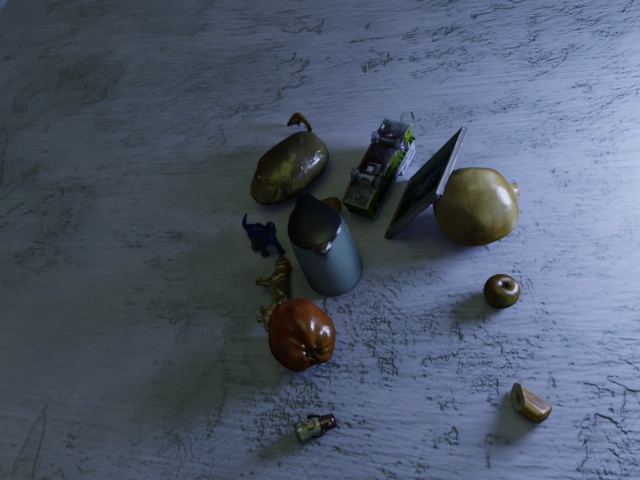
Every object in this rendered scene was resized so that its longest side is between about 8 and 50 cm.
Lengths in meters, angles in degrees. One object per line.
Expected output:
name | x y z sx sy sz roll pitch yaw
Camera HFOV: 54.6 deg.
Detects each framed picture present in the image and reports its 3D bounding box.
framed picture | 0.281 -0.147 1.684 0.024 0.315 0.232 30 63 -7

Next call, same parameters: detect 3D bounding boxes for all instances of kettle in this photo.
kettle | 0.000 0.000 1.664 0.165 0.255 0.240 -23 55 3

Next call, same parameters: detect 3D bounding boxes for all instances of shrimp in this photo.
shrimp | -0.074 -0.387 2.089 0.025 0.091 0.127 -48 22 -20

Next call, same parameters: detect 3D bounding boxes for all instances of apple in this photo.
apple | 0.455 0.128 1.555 0.089 0.074 0.090 -6 54 9

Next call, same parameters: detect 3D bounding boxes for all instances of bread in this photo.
bread | 0.463 0.369 1.395 0.062 0.049 0.103 -19 41 -42

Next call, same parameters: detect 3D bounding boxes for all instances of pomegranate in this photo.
pomegranate | 0.408 -0.089 1.640 0.232 0.233 0.233 -8 54 11

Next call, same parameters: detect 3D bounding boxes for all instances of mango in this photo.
mango | -0.014 -0.069 1.830 0.164 0.089 0.115 -13 44 3

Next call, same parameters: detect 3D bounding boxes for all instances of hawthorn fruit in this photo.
hawthorn fruit | -0.051 0.233 1.572 0.189 0.189 0.189 -8 54 11

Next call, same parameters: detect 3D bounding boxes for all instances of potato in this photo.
potato | -0.099 -0.227 1.933 0.191 0.141 0.296 30 71 34

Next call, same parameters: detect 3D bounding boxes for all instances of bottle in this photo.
bottle | -0.011 0.444 1.486 0.101 0.047 0.063 -20 62 0

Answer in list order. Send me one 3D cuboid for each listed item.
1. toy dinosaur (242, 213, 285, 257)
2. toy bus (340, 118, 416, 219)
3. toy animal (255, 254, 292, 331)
toy dinosaur | -0.182 -0.044 1.797 0.075 0.188 0.248 -31 51 -16
toy bus | 0.176 -0.206 1.842 0.113 0.139 0.302 20 71 28
toy animal | -0.128 0.143 1.728 0.099 0.057 0.241 -12 53 8
